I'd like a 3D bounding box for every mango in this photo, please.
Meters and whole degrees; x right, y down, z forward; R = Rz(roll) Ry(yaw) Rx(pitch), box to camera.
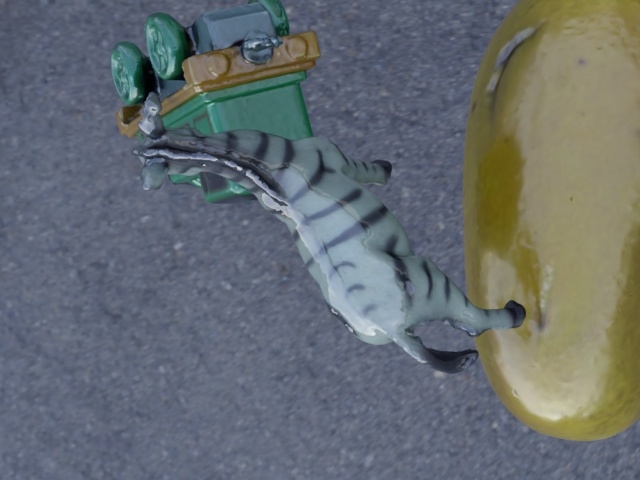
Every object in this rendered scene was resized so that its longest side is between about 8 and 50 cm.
[{"bbox_3d":[0.201,-0.032,0.823,0.182,0.365,0.253,-5,143,31],"label":"mango"}]

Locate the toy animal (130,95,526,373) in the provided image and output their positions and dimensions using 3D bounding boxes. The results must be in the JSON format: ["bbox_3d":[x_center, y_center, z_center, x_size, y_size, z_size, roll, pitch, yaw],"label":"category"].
[{"bbox_3d":[0.003,-0.005,0.670,0.217,0.176,0.073,47,115,19],"label":"toy animal"}]

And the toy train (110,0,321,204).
[{"bbox_3d":[-0.071,-0.087,0.803,0.227,0.091,0.136,-17,90,65],"label":"toy train"}]
